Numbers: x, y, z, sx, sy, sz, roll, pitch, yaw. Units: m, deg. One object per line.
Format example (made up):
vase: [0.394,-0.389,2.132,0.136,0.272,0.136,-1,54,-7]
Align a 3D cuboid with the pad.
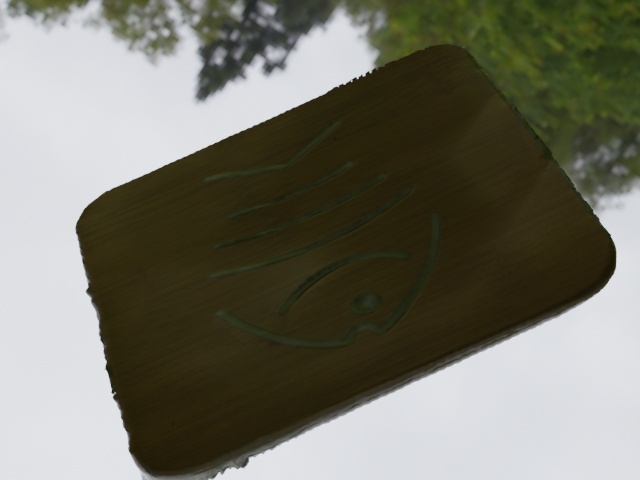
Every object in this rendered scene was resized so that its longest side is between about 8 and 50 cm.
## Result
pad: [0.000,0.000,0.892,0.284,0.286,0.018,-116,1,-53]
